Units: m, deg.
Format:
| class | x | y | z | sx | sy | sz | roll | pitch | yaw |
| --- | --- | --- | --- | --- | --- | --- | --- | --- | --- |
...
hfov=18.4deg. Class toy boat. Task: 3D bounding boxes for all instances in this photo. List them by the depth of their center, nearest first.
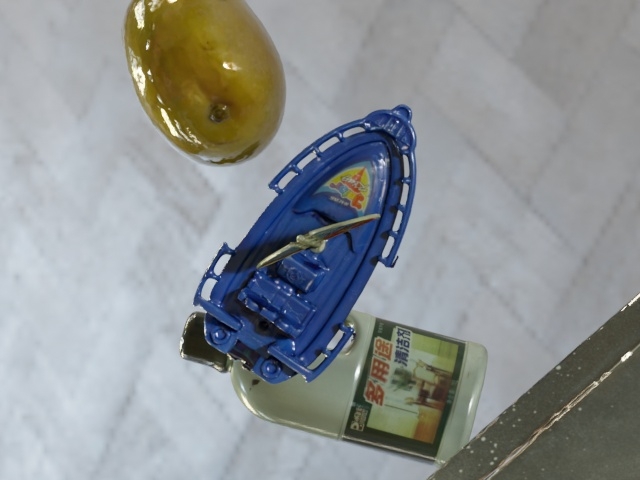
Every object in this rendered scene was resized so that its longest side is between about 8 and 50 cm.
| class | x | y | z | sx | sy | sz | roll | pitch | yaw |
| --- | --- | --- | --- | --- | --- | --- | --- | --- | --- |
| toy boat | 0.000 | 0.000 | 1.081 | 0.091 | 0.110 | 0.175 | 34 | 95 | 3 |

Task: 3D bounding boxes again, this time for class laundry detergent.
| class | x | y | z | sx | sy | sz | roll | pitch | yaw |
| --- | --- | --- | --- | --- | --- | --- | --- | --- | --- |
| laundry detergent | 0.006 | 0.097 | 1.477 | 0.070 | 0.226 | 0.099 | 90 | -165 | -86 |

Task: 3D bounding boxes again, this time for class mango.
| class | x | y | z | sx | sy | sz | roll | pitch | yaw |
| --- | --- | --- | --- | --- | --- | --- | --- | --- | --- |
| mango | -0.077 | -0.110 | 1.237 | 0.130 | 0.092 | 0.194 | 60 | 175 | -25 |

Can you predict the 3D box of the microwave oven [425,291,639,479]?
| class | x | y | z | sx | sy | sz | roll | pitch | yaw |
| --- | --- | --- | --- | --- | --- | --- | --- | --- | --- |
| microwave oven | 0.177 | 0.261 | 0.929 | 0.374 | 0.432 | 0.236 | 39 | 163 | 42 |
